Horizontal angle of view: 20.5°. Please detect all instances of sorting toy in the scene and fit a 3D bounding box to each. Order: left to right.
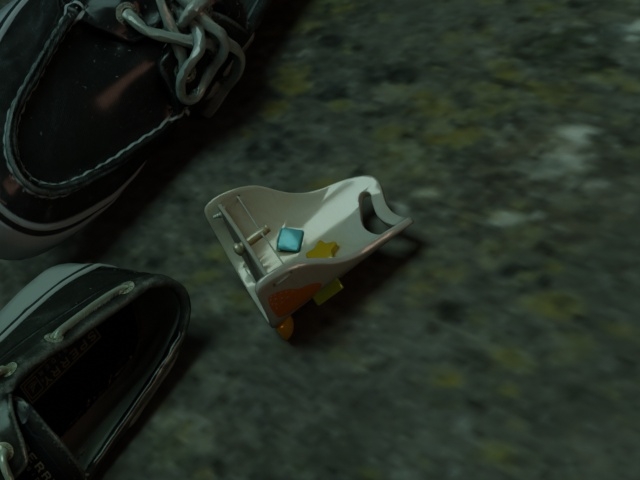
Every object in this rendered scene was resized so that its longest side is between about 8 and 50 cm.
[{"bbox_3d":[0.000,0.000,0.762,0.075,0.045,0.083,-29,31,-5],"label":"sorting toy"}]

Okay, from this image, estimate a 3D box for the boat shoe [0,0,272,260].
[{"bbox_3d":[-0.084,-0.113,0.920,0.105,0.113,0.306,-21,22,47],"label":"boat shoe"}]

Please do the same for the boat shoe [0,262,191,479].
[{"bbox_3d":[-0.135,0.089,0.731,0.070,0.078,0.219,1,45,45],"label":"boat shoe"}]
